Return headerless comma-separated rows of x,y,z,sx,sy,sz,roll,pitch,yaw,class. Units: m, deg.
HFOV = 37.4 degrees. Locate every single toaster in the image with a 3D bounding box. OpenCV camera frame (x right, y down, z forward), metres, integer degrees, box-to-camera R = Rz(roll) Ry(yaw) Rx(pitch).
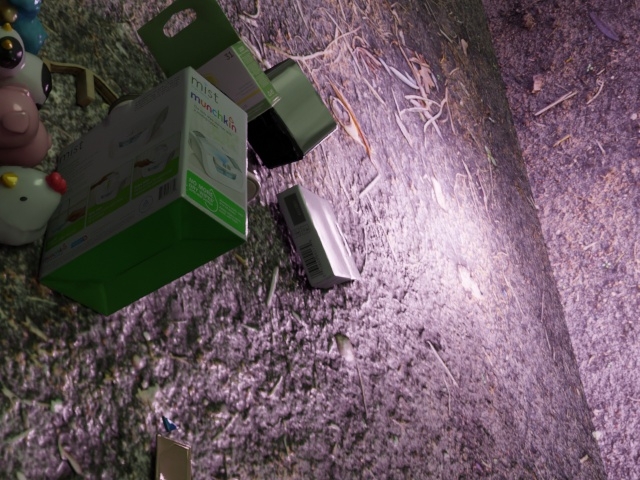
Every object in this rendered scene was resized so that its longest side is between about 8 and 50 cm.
-0.076,-0.231,1.732,0.110,0.186,0.168,-41,104,-22,toaster

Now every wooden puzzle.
-0.198,0.300,1.261,0.078,0.014,0.116,44,33,-39,wooden puzzle

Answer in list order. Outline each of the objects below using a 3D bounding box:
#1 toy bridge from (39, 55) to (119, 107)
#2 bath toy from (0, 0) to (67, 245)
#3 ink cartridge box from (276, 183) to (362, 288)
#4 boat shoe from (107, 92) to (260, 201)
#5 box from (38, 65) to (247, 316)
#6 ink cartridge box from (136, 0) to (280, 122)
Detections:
-0.360,-0.234,1.442,0.188,0.026,0.063,29,40,-45,toy bridge
-0.396,-0.165,1.217,0.151,0.129,0.348,22,48,-51,bath toy
0.000,0.000,1.829,0.232,0.066,0.189,32,35,-77,ink cartridge box
-0.225,-0.156,1.526,0.335,0.112,0.095,33,26,-50,boat shoe
-0.234,-0.064,1.255,0.127,0.262,0.231,37,36,-40,box
-0.200,-0.292,1.602,0.235,0.171,0.056,56,29,-12,ink cartridge box
